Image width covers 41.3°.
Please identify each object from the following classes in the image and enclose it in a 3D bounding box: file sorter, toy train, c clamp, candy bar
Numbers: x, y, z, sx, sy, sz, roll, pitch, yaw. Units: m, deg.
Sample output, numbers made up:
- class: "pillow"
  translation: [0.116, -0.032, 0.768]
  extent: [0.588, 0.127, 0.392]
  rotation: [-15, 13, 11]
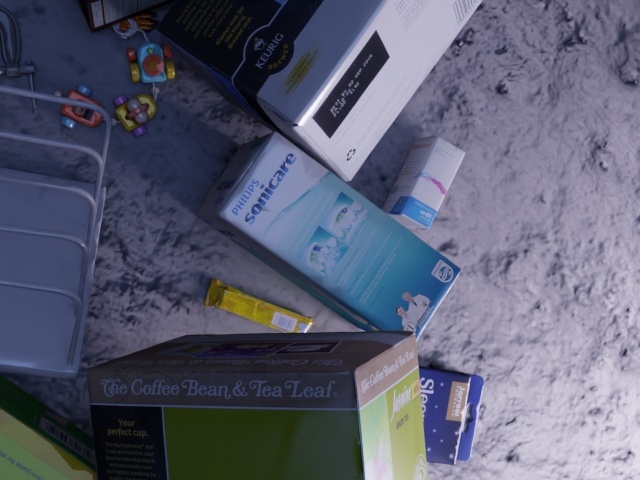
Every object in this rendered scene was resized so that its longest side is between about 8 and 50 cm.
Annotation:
- class: "file sorter"
  translation: [-0.348, -0.015, 0.960]
  extent: [0.192, 0.173, 0.278]
  rotation: [9, 52, -15]
- class: "toy train"
  translation: [-0.262, -0.205, 1.104]
  extent: [0.125, 0.046, 0.166]
  rotation: [31, 88, -17]
- class: "c clamp"
  translation: [-0.441, -0.232, 1.070]
  extent: [0.160, 0.022, 0.137]
  rotation: [0, 93, -16]
- class: "candy bar"
  translation: [-0.084, 0.099, 1.187]
  extent: [0.161, 0.018, 0.040]
  rotation: [22, 90, -16]

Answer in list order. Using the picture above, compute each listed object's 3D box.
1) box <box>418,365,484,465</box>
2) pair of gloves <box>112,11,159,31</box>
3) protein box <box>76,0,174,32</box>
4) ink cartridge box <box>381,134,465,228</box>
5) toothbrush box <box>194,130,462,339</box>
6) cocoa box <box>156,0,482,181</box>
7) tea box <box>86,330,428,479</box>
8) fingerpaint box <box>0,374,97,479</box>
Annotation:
- class: "box"
  translation: [0.137, 0.252, 1.248]
  extent: [0.225, 0.036, 0.137]
  rotation: [10, 90, -17]
- class: "pair of gloves"
  translation: [-0.249, -0.318, 1.126]
  extent: [0.074, 0.010, 0.083]
  rotation: [3, 91, -16]
- class: "protein box"
  translation: [-0.234, -0.401, 1.050]
  extent: [0.201, 0.136, 0.200]
  rotation: [-25, 92, -13]
- class: "ink cartridge box"
  translation: [0.144, -0.082, 1.205]
  extent: [0.052, 0.088, 0.123]
  rotation: [26, 85, -15]
- class: "toothbrush box"
  translation: [0.000, 0.000, 1.104]
  extent: [0.295, 0.216, 0.126]
  rotation: [34, 83, -13]
- class: "cocoa box"
  translation: [0.021, -0.294, 1.033]
  extent: [0.228, 0.231, 0.347]
  rotation: [36, 89, 21]
- class: "tea box"
  translation: [-0.061, 0.279, 0.980]
  extent: [0.328, 0.220, 0.324]
  rotation: [-3, 94, 23]
- class: "fingerpaint box"
  translation: [-0.526, 0.300, 0.997]
  extent: [0.444, 0.163, 0.371]
  rotation: [38, 82, -13]
